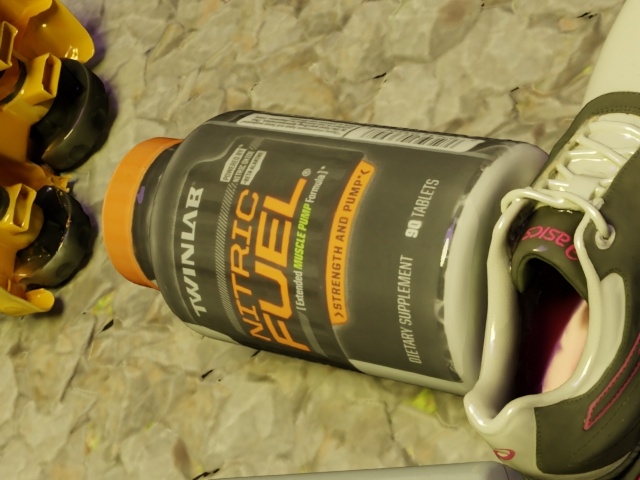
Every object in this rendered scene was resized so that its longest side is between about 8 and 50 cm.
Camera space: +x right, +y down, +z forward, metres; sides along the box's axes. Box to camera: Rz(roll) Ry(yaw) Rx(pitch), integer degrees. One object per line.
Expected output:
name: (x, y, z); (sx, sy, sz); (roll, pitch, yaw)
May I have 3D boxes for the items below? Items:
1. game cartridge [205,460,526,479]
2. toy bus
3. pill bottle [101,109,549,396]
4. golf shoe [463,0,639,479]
game cartridge: (0.016, 0.246, 0.700); (0.198, 0.062, 0.297); (-12, 67, 39)
toy bus: (-0.265, -0.052, 1.041); (0.211, 0.149, 0.220); (-16, 57, 29)
pill bottle: (0.000, 0.000, 0.856); (0.245, 0.130, 0.130); (9, 67, 35)
golf shoe: (0.144, -0.016, 0.751); (0.105, 0.120, 0.273); (9, 81, 38)
